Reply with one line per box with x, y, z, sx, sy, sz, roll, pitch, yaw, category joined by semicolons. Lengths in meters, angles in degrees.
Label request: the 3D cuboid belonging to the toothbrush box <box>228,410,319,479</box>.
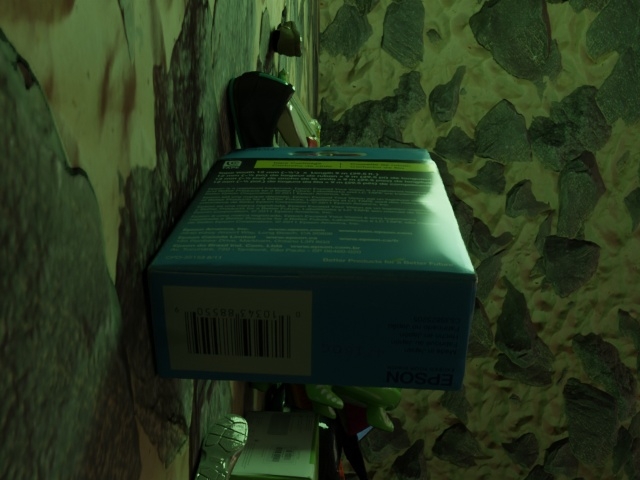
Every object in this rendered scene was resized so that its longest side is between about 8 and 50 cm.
-0.066;0.422;0.935;0.206;0.122;0.283;-72;165;-82;toothbrush box

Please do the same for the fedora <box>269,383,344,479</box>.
-0.032;0.460;1.316;0.334;0.152;0.334;4;90;-87;fedora

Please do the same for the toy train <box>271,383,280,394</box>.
-0.097;0.309;1.420;0.083;0.017;0.023;-84;165;-61;toy train

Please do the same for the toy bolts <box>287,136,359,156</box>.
0.000;-0.073;1.135;0.228;0.218;0.158;42;35;-72;toy bolts

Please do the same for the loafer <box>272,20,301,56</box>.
-0.070;-0.390;1.234;0.148;0.050;0.056;-117;-152;-61;loafer

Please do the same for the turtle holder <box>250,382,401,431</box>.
0.002;0.154;1.049;0.243;0.320;0.227;141;-30;-69;turtle holder

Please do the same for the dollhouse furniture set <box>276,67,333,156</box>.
-0.062;-0.172;1.350;0.301;0.151;0.197;56;15;-33;dollhouse furniture set

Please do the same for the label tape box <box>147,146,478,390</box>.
0.000;0.000;0.645;0.347;0.249;0.115;-83;174;-67;label tape box

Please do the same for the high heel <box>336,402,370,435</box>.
-0.003;0.181;1.217;0.181;0.377;0.127;-43;172;-21;high heel

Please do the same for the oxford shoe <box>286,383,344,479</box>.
-0.057;0.442;1.534;0.130;0.133;0.363;10;63;-61;oxford shoe

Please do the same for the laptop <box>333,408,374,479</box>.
0.098;0.368;1.413;0.264;0.136;0.234;-148;-138;-73;laptop

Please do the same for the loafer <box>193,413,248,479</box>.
-0.113;0.242;0.696;0.125;0.045;0.039;-70;179;-63;loafer

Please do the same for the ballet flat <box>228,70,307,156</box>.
-0.065;-0.102;0.887;0.280;0.096;0.095;90;2;-48;ballet flat
